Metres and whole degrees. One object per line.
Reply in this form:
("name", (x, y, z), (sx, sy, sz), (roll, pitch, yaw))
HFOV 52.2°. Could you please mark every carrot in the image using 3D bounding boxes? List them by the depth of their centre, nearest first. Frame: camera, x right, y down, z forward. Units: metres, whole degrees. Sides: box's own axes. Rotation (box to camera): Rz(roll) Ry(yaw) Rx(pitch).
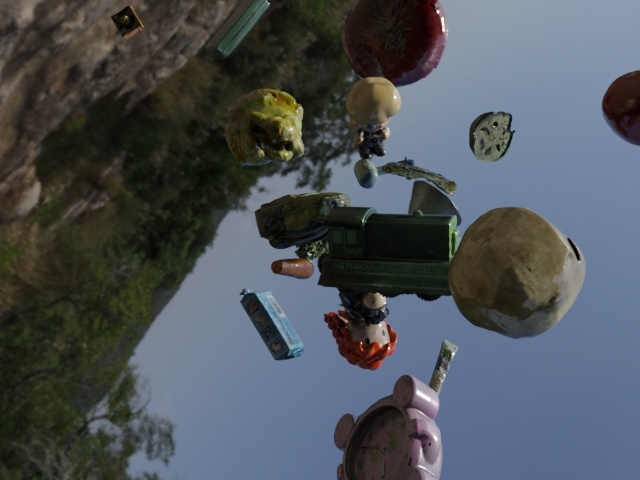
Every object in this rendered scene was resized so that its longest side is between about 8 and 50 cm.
("carrot", (-0.068, 0.068, 1.618), (0.055, 0.055, 0.161), (-48, 156, 13))

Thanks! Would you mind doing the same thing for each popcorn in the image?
("popcorn", (-0.173, -0.337, 2.029), (0.276, 0.226, 0.276), (-38, -140, 41))

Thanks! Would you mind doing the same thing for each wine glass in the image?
("wine glass", (0.351, -0.030, 2.705), (0.406, 0.267, 0.267), (-42, -172, -13))

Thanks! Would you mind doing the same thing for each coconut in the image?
("coconut", (0.323, 0.046, 1.077), (0.224, 0.224, 0.224), (-48, -169, 12))

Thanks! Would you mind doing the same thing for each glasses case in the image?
("glasses case", (-0.206, -0.531, 1.622), (0.184, 0.039, 0.078), (-53, -147, -8))

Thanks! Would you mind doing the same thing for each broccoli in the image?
("broccoli", (0.000, 0.000, 1.954), (0.155, 0.160, 0.167), (-25, -141, 28))

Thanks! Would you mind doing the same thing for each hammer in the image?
("hammer", (0.206, -0.228, 2.078), (0.194, 0.069, 0.116), (-15, -147, 0))

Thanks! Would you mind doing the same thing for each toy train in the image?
("toy train", (0.147, 0.023, 1.340), (0.331, 0.178, 0.138), (2, -166, 21))

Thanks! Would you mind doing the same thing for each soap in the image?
("soap", (-0.164, 0.283, 2.215), (0.077, 0.293, 0.156), (-36, 165, 12))

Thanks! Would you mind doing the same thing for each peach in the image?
("peach", (0.770, -0.322, 1.568), (0.197, 0.197, 0.197), (-48, -169, 12))

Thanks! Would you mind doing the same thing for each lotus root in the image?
("lotus root", (0.590, -0.375, 2.311), (0.078, 0.204, 0.183), (39, -58, 50))

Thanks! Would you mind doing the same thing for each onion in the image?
("onion", (0.253, -0.675, 2.169), (0.347, 0.347, 0.285), (-47, 170, 19))

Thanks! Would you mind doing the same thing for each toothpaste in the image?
("toothpaste", (0.384, 0.421, 2.096), (0.038, 0.060, 0.233), (-44, -166, 55))

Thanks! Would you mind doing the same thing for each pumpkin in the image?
("pumpkin", (-0.595, -0.674, 2.012), (0.074, 0.083, 0.054), (-32, 175, 8))

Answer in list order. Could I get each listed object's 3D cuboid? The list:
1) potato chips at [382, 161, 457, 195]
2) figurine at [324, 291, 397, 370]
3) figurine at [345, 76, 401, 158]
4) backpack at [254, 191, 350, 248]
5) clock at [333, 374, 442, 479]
("potato chips", (0.287, -0.177, 1.825), (0.202, 0.220, 0.029), (-4, 118, -48))
("figurine", (0.157, 0.281, 2.470), (0.241, 0.306, 0.411), (-32, 137, -36))
("figurine", (0.108, -0.251, 1.385), (0.196, 0.114, 0.108), (89, -6, -47))
("backpack", (-0.035, -0.059, 1.755), (0.253, 0.139, 0.207), (-11, 178, 41))
("clock", (0.161, 0.507, 1.529), (0.295, 0.113, 0.322), (-41, -154, 28))
